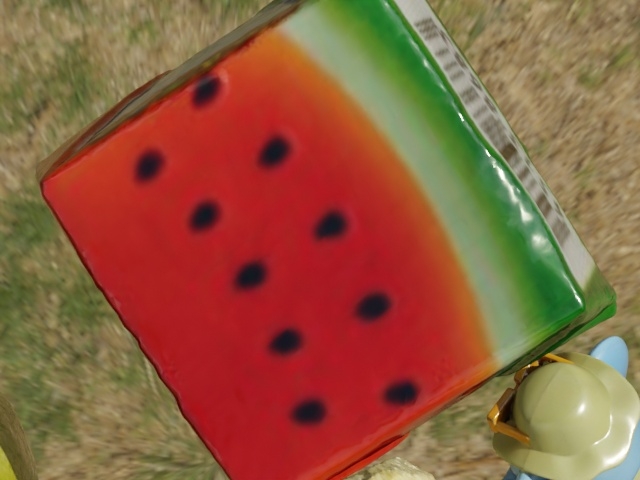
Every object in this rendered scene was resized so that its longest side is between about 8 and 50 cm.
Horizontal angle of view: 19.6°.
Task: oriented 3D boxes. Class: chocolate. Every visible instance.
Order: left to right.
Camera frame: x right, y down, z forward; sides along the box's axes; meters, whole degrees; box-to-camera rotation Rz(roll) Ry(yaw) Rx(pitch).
[{"bbox_3d":[0.000,0.000,1.425,0.341,0.161,0.360,-33,92,7],"label":"chocolate"}]

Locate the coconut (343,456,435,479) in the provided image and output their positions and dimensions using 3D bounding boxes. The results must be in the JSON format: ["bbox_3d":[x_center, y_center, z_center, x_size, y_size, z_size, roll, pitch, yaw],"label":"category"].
[{"bbox_3d":[0.045,0.343,1.710,0.239,0.239,0.244,-25,82,-6],"label":"coconut"}]

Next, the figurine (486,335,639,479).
[{"bbox_3d":[0.246,0.213,1.777,0.180,0.262,0.154,-25,41,-9],"label":"figurine"}]

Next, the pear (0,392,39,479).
[{"bbox_3d":[-0.408,0.279,1.568,0.352,0.352,0.413,48,43,3],"label":"pear"}]
